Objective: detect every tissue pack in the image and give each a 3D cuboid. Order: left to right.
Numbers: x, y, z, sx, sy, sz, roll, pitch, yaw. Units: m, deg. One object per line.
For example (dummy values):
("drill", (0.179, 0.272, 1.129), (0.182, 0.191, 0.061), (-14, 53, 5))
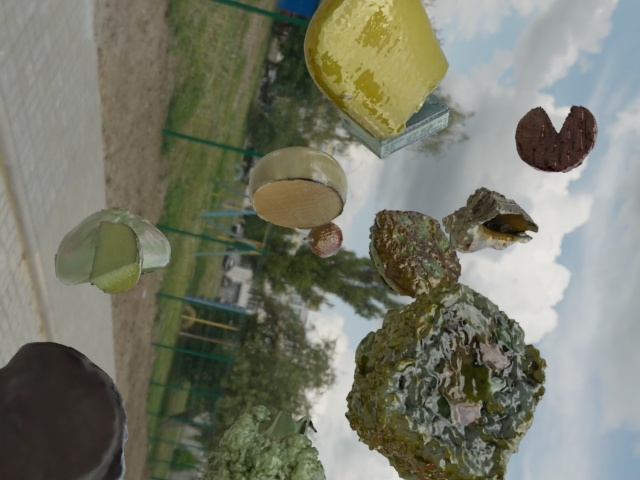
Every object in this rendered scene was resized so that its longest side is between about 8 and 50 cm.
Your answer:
("tissue pack", (0.212, -0.347, 1.839), (0.185, 0.257, 0.081), (46, -27, 33))

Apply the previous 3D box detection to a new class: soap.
("soap", (0.126, -0.431, 1.494), (0.306, 0.427, 0.115), (-42, -127, 6))

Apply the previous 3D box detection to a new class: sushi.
("sushi", (0.250, 0.294, 1.349), (0.397, 0.351, 0.240), (-53, 180, -26))

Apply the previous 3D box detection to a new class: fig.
("fig", (0.013, -0.001, 2.042), (0.153, 0.119, 0.119), (-30, 135, -81))

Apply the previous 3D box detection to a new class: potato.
("potato", (-0.390, 0.025, 1.318), (0.081, 0.120, 0.149), (48, 32, -50))

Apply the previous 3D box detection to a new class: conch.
("conch", (0.409, -0.039, 1.540), (0.178, 0.245, 0.163), (175, -73, -75))

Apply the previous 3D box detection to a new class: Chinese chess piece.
("Chinese chess piece", (-0.055, -0.126, 1.614), (0.250, 0.249, 0.103), (115, -21, -57))

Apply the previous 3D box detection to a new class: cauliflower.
("cauliflower", (-0.126, 0.479, 1.405), (0.327, 0.260, 0.281), (-25, -139, 22))

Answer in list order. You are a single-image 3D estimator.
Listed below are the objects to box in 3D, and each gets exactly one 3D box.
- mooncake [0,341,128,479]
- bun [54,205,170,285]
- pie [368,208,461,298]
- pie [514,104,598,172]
("mooncake", (-0.553, 0.406, 1.224), (0.381, 0.350, 0.212), (-24, 147, -45))
("bun", (-0.543, 0.007, 1.670), (0.293, 0.293, 0.187), (142, -66, -79))
("pie", (0.304, 0.050, 2.107), (0.355, 0.288, 0.103), (61, -32, 14))
("pie", (0.657, -0.287, 1.818), (0.054, 0.218, 0.205), (26, 82, -63))
